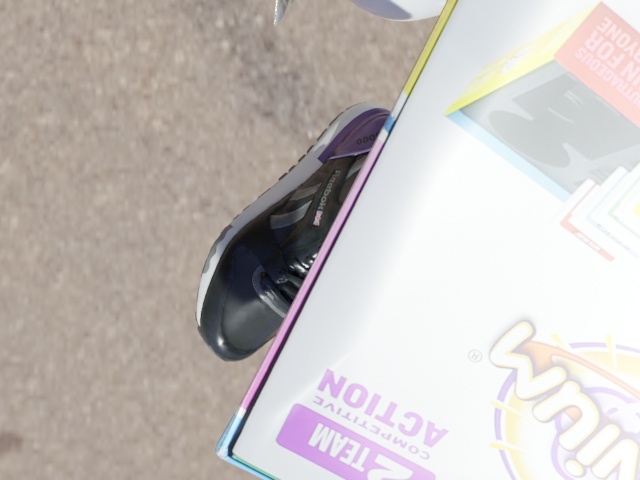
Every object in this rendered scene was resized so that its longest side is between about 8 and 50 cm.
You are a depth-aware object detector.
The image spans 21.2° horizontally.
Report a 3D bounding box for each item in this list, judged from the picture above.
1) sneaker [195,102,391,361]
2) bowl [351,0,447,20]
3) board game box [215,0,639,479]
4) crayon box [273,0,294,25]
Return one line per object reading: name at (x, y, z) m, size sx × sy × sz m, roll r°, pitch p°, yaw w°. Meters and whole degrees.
sneaker at (0.000, 0.000, 1.559) m, size 0.107 × 0.124 × 0.283 m, roll 40°, pitch 86°, yaw -36°
bowl at (0.032, -0.315, 1.545) m, size 0.134 × 0.298 × 0.298 m, roll -26°, pitch 128°, yaw -11°
board game box at (0.146, -0.027, 0.376) m, size 0.242 × 0.064 × 0.316 m, roll 28°, pitch 118°, yaw 2°
crayon box at (0.039, -0.337, 1.276) m, size 0.083 × 0.203 × 0.323 m, roll 12°, pitch 122°, yaw 10°
